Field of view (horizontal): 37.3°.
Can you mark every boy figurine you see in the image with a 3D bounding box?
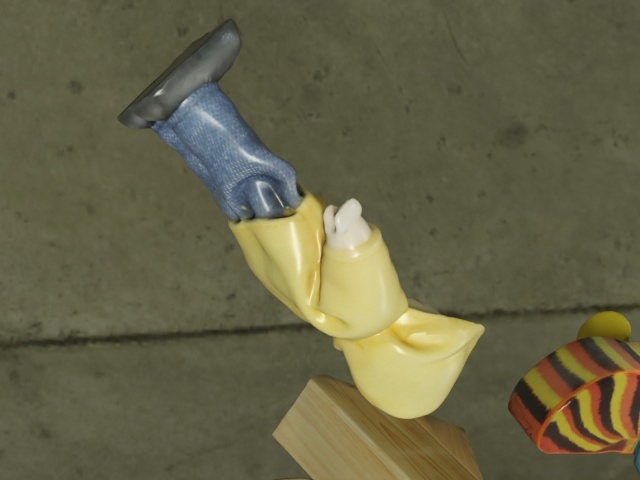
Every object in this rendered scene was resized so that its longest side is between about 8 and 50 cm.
[{"bbox_3d":[0.000,0.000,0.595,0.092,0.177,0.285,-46,103,-14],"label":"boy figurine"}]

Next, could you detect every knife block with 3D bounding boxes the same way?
[{"bbox_3d":[0.097,0.276,0.955,0.276,0.242,0.088,24,114,-19],"label":"knife block"}]

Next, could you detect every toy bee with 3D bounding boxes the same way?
[{"bbox_3d":[0.312,0.124,0.841,0.298,0.195,0.162,6,117,-49],"label":"toy bee"}]

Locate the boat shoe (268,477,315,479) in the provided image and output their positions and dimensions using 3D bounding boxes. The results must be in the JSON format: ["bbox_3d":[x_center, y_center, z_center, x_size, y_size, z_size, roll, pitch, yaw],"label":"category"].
[{"bbox_3d":[-0.058,0.164,0.496,0.135,0.045,0.050,-25,150,11],"label":"boat shoe"}]
